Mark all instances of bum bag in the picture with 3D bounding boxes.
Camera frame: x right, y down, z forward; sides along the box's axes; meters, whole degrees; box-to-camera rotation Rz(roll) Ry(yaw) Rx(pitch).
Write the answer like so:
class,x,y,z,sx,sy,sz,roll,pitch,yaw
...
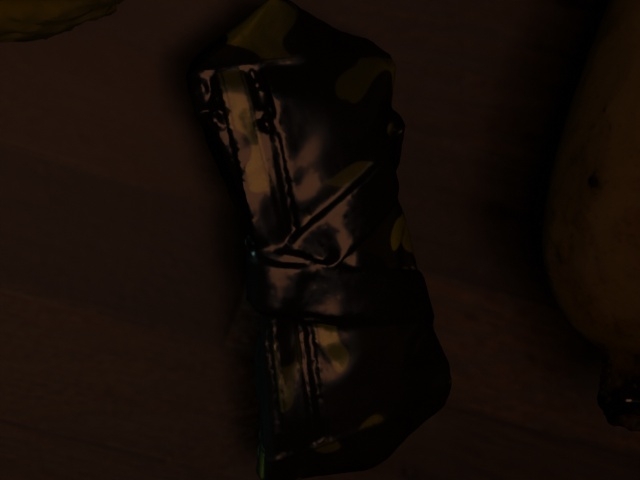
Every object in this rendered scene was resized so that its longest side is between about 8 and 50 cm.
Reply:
class,x,y,z,sx,sy,sz,roll,pitch,yaw
bum bag,0.000,0.000,0.875,0.106,0.060,0.232,-13,105,-21

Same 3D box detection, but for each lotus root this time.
class,x,y,z,sx,sy,sz,roll,pitch,yaw
lotus root,0.194,-0.043,0.875,0.160,0.146,0.284,17,92,4

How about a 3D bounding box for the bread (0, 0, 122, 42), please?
class,x,y,z,sx,sy,sz,roll,pitch,yaw
bread,-0.183,-0.188,0.657,0.320,0.320,0.237,8,60,-16
